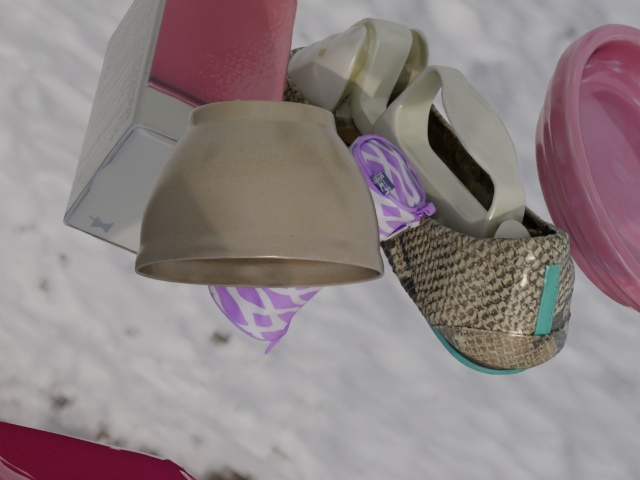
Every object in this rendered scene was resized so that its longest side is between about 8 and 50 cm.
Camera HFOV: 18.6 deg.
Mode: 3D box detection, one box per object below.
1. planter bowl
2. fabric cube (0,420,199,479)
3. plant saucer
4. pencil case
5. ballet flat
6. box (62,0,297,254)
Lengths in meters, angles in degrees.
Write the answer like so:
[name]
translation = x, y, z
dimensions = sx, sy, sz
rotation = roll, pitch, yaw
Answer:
[planter bowl]
translation = -0.039, -0.031, 1.274
dimensions = 0.162, 0.109, 0.162
rotation = 1, 173, 0
[fabric cube]
translation = -0.116, 0.244, 0.788
dimensions = 0.254, 0.259, 0.258
rotation = 45, -176, 21
[plant saucer]
translation = 0.330, -0.058, 2.018
dimensions = 0.084, 0.332, 0.332
rotation = -25, 129, 38
[pencil case]
translation = 0.000, 0.000, 1.606
dimensions = 0.088, 0.206, 0.086
rotation = 47, -151, -6
[ballet flat]
translation = 0.076, -0.083, 1.696
dimensions = 0.164, 0.182, 0.483
rotation = -7, -144, -29
[box]
translation = -0.116, -0.113, 1.666
dimensions = 0.127, 0.232, 0.148
rotation = 24, 136, -18
